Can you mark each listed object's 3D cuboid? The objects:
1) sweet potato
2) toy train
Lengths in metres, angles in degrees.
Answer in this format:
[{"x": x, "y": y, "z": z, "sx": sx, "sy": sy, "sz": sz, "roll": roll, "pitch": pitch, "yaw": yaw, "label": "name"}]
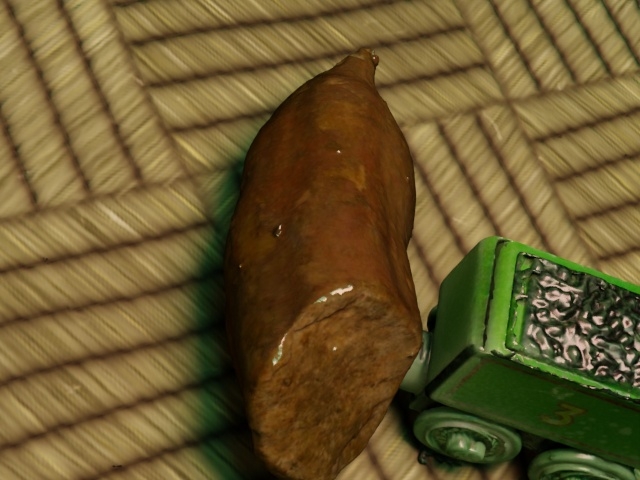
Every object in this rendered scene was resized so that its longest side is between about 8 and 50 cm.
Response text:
[{"x": 0.000, "y": 0.000, "z": 1.254, "sx": 0.157, "sy": 0.158, "sz": 0.370, "roll": 15, "pitch": 46, "yaw": -17, "label": "sweet potato"}, {"x": 0.178, "y": 0.103, "z": 1.249, "sx": 0.243, "sy": 0.188, "sz": 0.132, "roll": 20, "pitch": 57, "yaw": -13, "label": "toy train"}]
